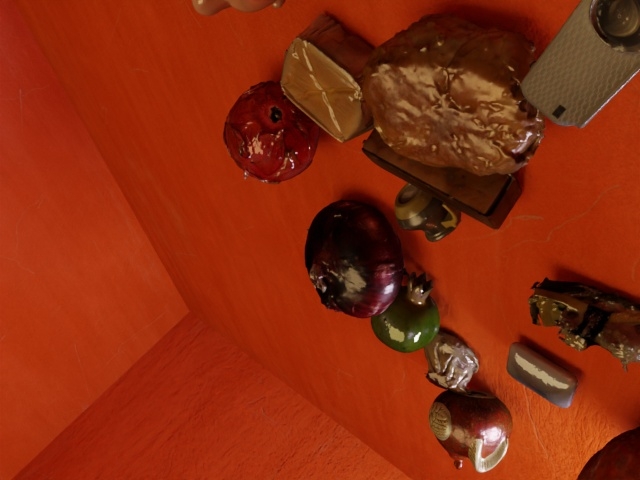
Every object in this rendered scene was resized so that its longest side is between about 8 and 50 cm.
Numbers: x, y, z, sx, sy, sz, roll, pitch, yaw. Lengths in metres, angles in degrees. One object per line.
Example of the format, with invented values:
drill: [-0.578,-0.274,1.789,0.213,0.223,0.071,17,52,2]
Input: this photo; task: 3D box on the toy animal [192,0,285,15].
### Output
toy animal: [-0.178,-0.518,1.397,0.198,0.171,0.171,28,152,31]

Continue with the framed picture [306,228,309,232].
framed picture: [0.000,0.000,2.155,0.089,0.007,0.066,20,146,46]

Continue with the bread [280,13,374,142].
bread: [0.035,-0.319,1.428,0.210,0.110,0.192,40,150,13]

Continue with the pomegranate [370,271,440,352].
pomegranate: [0.232,0.182,1.881,0.187,0.187,0.225,36,129,21]

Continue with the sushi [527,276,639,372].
sushi: [0.541,0.173,1.375,0.291,0.131,0.139,18,144,34]

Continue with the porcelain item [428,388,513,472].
porcelain item: [0.419,0.541,2.030,0.253,0.253,0.253,37,156,20]

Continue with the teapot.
teapot: [0.234,-0.064,1.498,0.119,0.130,0.166,40,167,-24]

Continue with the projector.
projector: [0.363,-0.268,0.836,0.108,0.198,0.250,42,158,7]

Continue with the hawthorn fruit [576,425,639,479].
hawthorn fruit: [0.711,0.602,1.478,0.403,0.403,0.402,37,156,20]

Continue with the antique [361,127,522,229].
antique: [0.228,-0.137,1.390,0.310,0.093,0.087,32,180,30]

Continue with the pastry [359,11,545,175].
pastry: [0.225,-0.240,1.168,0.311,0.162,0.255,21,138,26]

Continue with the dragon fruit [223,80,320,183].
dragon fruit: [-0.112,-0.247,1.658,0.241,0.241,0.252,41,142,10]

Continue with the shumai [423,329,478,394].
shumai: [0.343,0.346,2.012,0.201,0.120,0.201,35,157,17]

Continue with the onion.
onion: [0.067,0.047,1.812,0.314,0.232,0.313,20,114,54]

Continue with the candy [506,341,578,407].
candy: [0.525,0.323,1.718,0.174,0.071,0.138,33,155,29]
